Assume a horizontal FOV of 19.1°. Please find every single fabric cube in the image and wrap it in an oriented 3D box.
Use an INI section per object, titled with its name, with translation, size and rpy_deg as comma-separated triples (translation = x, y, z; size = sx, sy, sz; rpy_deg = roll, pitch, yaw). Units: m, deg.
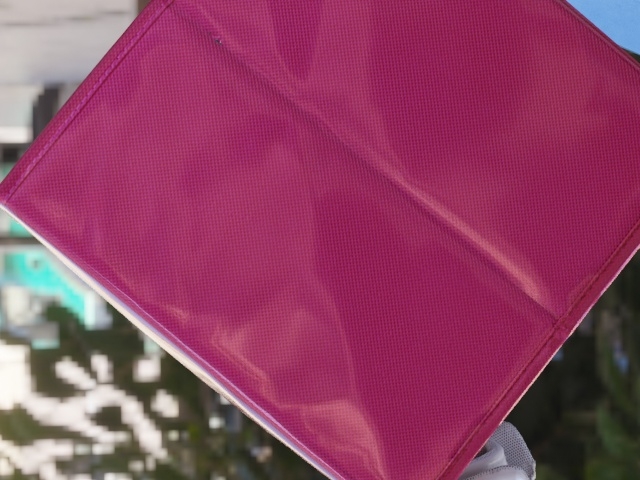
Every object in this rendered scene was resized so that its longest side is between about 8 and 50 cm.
[fabric cube]
translation = 0.010, -0.034, 1.013
size = 0.258, 0.259, 0.254
rpy_deg = 39, 175, -3

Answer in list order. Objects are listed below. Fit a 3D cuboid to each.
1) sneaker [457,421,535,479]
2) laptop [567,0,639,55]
[sneaker]
translation = 0.191, 0.261, 1.479
size = 0.366, 0.210, 0.137
rpy_deg = 1, -168, 3
[laptop]
translation = 0.222, -0.220, 1.464
size = 0.382, 0.236, 0.408
rpy_deg = 21, -156, -10
